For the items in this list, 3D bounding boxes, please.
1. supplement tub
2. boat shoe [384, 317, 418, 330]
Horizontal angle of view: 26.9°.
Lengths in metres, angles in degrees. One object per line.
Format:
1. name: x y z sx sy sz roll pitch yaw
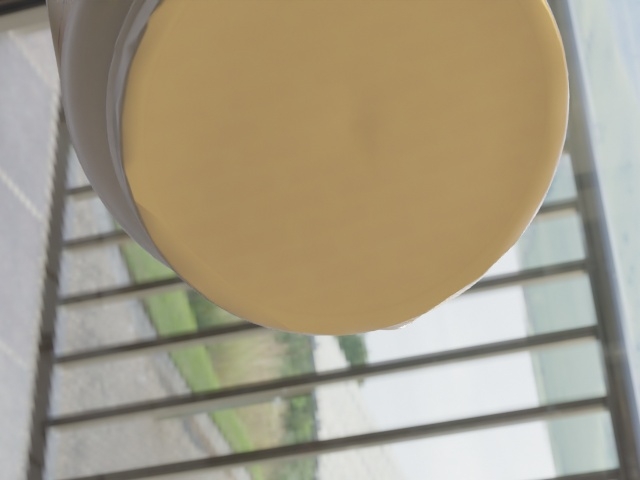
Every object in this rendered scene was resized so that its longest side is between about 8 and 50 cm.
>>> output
1. supplement tub: -0.021 -0.104 0.689 0.316 0.228 0.228 -122 -167 -64
2. boat shoe: 0.000 0.000 1.136 0.277 0.096 0.098 31 76 -27
